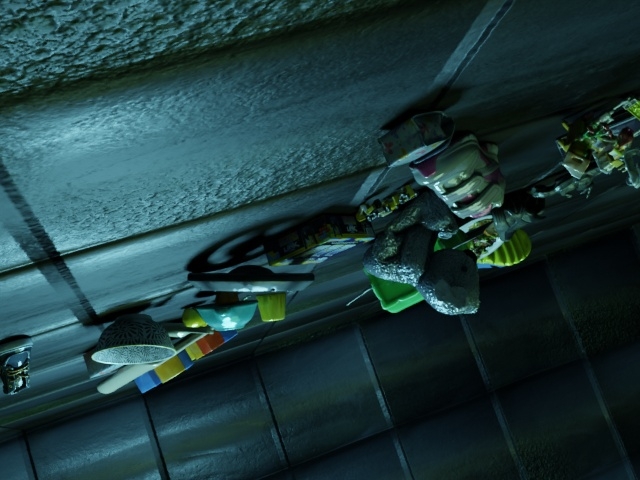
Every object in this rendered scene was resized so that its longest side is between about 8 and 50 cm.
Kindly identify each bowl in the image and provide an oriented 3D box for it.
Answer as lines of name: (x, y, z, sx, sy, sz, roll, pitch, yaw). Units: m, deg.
bowl: (-0.381, 0.197, 1.645, 0.170, 0.080, 0.170, -5, 160, -2)

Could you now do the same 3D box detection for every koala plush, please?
koala plush: (0.216, 0.053, 1.529, 0.203, 0.221, 0.196, -41, 167, 7)

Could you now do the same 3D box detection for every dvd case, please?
dvd case: (0.532, -0.197, 1.516, 0.164, 0.018, 0.221, -22, 170, 18)

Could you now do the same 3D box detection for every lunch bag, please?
lunch bag: (0.128, -0.131, 1.035, 0.083, 0.053, 0.071, -22, 175, -46)

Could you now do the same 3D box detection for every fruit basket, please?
fruit basket: (0.236, 0.033, 1.875, 0.327, 0.166, 0.353, -28, -176, 21)

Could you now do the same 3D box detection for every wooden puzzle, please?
wooden puzzle: (-0.367, 0.298, 2.075, 0.347, 0.081, 0.322, -26, 177, -41)

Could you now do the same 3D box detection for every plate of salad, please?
plate of salad: (0.410, 0.007, 2.096, 0.199, 0.048, 0.200, -16, 145, -12)

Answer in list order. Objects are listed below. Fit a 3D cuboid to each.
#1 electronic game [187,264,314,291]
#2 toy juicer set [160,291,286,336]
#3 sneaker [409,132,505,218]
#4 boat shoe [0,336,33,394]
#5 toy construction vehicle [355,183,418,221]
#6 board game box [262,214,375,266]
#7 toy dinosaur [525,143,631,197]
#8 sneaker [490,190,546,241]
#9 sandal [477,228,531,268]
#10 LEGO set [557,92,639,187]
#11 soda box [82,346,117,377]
electronic game: (-0.125, 0.068, 1.451, 0.229, 0.048, 0.229, -1, 178, 0)
toy juicer set: (-0.233, 0.149, 1.751, 0.209, 0.090, 0.329, -5, -179, 28)
sneaker: (0.227, -0.092, 1.240, 0.103, 0.111, 0.252, -27, 167, 33)
boat shoe: (-0.583, 0.243, 1.548, 0.065, 0.083, 0.183, -14, 168, -29)
toy construction vehicle: (0.112, -0.065, 1.402, 0.085, 0.035, 0.098, -27, 176, -24)
board game box: (0.000, 0.000, 1.471, 0.141, 0.048, 0.170, -23, 169, 28)
toy dinosaur: (0.592, -0.146, 1.779, 0.268, 0.064, 0.118, -32, 158, 36)
sneaker: (0.477, -0.059, 1.922, 0.130, 0.087, 0.227, -15, 165, 12)
sandal: (0.433, 0.033, 2.256, 0.317, 0.126, 0.138, -10, 173, -7)
LEGO set: (0.468, -0.169, 1.288, 0.107, 0.132, 0.287, -37, 155, 33)
soda box: (-0.486, 0.267, 1.894, 0.058, 0.063, 0.183, -11, 166, -47)
